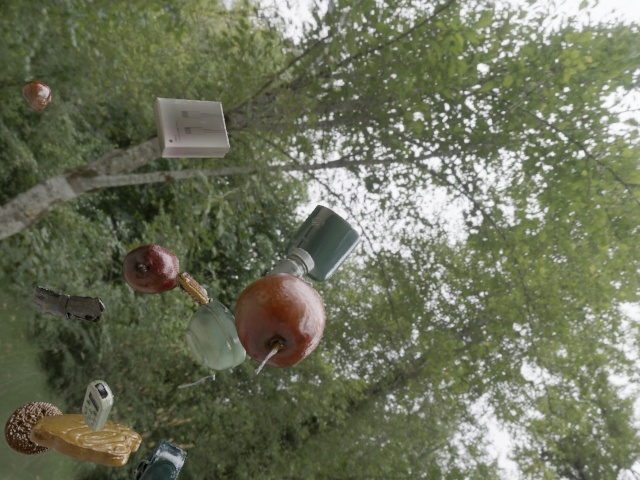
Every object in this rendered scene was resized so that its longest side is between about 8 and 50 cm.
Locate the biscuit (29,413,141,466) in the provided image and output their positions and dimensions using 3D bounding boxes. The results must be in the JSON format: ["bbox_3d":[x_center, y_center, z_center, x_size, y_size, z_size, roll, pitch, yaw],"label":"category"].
[{"bbox_3d":[-0.780,0.665,1.453,0.312,0.351,0.057,54,52,-73],"label":"biscuit"}]

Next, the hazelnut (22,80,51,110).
[{"bbox_3d":[-0.850,-0.434,1.280,0.086,0.086,0.086,45,-35,45],"label":"hazelnut"}]

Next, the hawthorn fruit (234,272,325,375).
[{"bbox_3d":[-0.093,0.213,1.085,0.263,0.235,0.231,57,-18,33],"label":"hawthorn fruit"}]

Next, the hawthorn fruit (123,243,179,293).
[{"bbox_3d":[-0.667,0.114,1.663,0.249,0.215,0.215,119,-49,-86],"label":"hawthorn fruit"}]

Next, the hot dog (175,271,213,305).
[{"bbox_3d":[-0.480,0.187,1.607,0.072,0.055,0.188,51,-5,48],"label":"hot dog"}]

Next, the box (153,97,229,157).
[{"bbox_3d":[-0.498,-0.431,1.652,0.106,0.252,0.203,-29,-110,59],"label":"box"}]

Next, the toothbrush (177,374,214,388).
[{"bbox_3d":[-0.378,0.428,1.291,0.162,0.014,0.017,-22,-114,29],"label":"toothbrush"}]

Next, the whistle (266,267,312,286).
[{"bbox_3d":[-0.176,0.218,2.394,0.186,0.274,0.093,33,72,-75],"label":"whistle"}]

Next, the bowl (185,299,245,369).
[{"bbox_3d":[-0.470,0.429,1.846,0.307,0.163,0.307,31,-47,39],"label":"bowl"}]

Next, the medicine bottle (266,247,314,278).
[{"bbox_3d":[-0.115,0.117,1.616,0.105,0.168,0.105,33,-33,25],"label":"medicine bottle"}]

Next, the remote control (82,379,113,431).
[{"bbox_3d":[-0.575,0.428,1.099,0.078,0.042,0.221,50,-49,17],"label":"remote control"}]

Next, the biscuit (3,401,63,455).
[{"bbox_3d":[-1.010,0.663,1.514,0.027,0.188,0.187,-47,-120,30],"label":"biscuit"}]

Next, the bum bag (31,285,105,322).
[{"bbox_3d":[-0.791,0.206,1.340,0.069,0.248,0.102,-48,145,-72],"label":"bum bag"}]

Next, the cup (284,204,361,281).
[{"bbox_3d":[-0.022,0.019,1.947,0.259,0.274,0.357,44,-12,-23],"label":"cup"}]

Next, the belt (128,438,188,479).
[{"bbox_3d":[-0.484,0.686,1.226,0.116,0.206,0.267,34,-61,-7],"label":"belt"}]
